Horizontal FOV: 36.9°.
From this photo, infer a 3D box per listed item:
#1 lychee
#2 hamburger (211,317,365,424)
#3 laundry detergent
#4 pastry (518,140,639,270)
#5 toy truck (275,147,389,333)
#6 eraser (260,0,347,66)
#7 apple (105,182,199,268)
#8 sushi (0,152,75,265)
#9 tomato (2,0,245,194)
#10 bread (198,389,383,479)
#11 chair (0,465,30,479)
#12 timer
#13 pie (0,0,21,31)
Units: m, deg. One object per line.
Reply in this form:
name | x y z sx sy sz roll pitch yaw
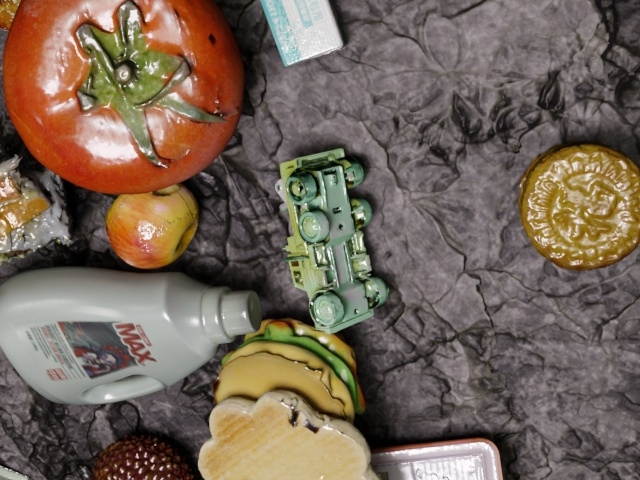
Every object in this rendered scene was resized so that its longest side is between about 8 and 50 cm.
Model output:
lychee | -0.288 0.402 1.550 0.188 0.188 0.188 2 104 9
hamburger | -0.041 0.216 1.470 0.237 0.149 0.237 11 123 17
laundry detergent | -0.278 0.142 1.473 0.397 0.125 0.264 -8 127 16
pastry | 0.373 -0.049 1.364 0.188 0.103 0.189 2 105 9
toy truck | 0.003 0.003 1.439 0.135 0.128 0.260 -11 95 47
eraser | -0.042 -0.370 1.382 0.095 0.052 0.225 -17 101 16
apple | -0.259 -0.030 1.456 0.146 0.146 0.147 2 104 9
sushi | -0.462 -0.038 1.430 0.184 0.274 0.140 -17 92 -16
tomato | -0.267 -0.236 1.346 0.341 0.273 0.342 -1 98 -6
bread | -0.040 0.353 1.427 0.315 0.054 0.316 9 120 17
chair | -0.592 0.503 1.618 0.190 0.275 0.203 24 106 -22
timer | 0.165 0.437 1.493 0.257 0.161 0.250 -9 92 12
pie | -0.437 -0.379 1.458 0.191 0.033 0.088 -37 99 15
